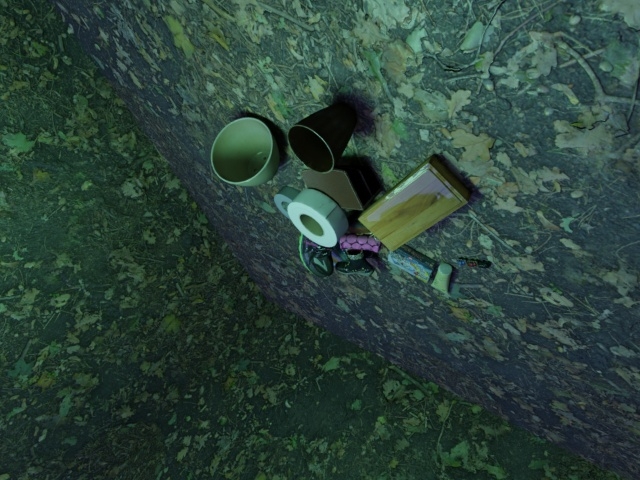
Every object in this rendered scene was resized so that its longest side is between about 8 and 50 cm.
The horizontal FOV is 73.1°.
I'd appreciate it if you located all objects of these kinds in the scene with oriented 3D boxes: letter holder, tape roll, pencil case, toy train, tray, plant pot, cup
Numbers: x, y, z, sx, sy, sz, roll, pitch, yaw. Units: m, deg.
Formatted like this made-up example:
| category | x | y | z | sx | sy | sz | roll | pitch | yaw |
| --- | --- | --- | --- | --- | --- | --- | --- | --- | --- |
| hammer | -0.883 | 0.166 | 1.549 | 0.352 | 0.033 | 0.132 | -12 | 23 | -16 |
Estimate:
| category | x | y | z | sx | sy | sz | roll | pitch | yaw |
| --- | --- | --- | --- | --- | --- | --- | --- | --- | --- |
| letter holder | 0.082 | -0.268 | 1.893 | 0.302 | 0.152 | 0.214 | 10 | 140 | 49 |
| tape roll | -0.012 | -0.102 | 1.995 | 0.286 | 0.100 | 0.286 | 33 | 155 | 18 |
| pencil case | 0.205 | 0.014 | 2.175 | 0.210 | 0.095 | 0.098 | 6 | 114 | 15 |
| tape roll | -0.157 | -0.201 | 2.444 | 0.219 | 0.072 | 0.219 | 33 | 155 | 18 |
| toy train | 0.643 | 0.097 | 1.828 | 0.158 | 0.036 | 0.027 | 8 | 140 | 50 |
| tray | 0.350 | -0.128 | 1.672 | 0.203 | 0.076 | 0.411 | 43 | 135 | -7 |
| plant pot | 0.030 | -0.408 | 1.629 | 0.215 | 0.230 | 0.215 | 32 | 154 | 18 |
| cup | -0.333 | -0.401 | 2.129 | 0.331 | 0.331 | 0.237 | 30 | 180 | 23 |

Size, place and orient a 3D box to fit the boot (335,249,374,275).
| category | x | y | z | sx | sy | sz | roll | pitch | yaw |
| --- | --- | --- | --- | --- | --- | --- | --- | --- | --- |
| boot | 0.160 | 0.104 | 2.317 | 0.237 | 0.085 | 0.178 | 6 | 142 | 36 |

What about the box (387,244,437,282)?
| category | x | y | z | sx | sy | sz | roll | pitch | yaw |
| --- | --- | --- | --- | --- | --- | --- | --- | --- | --- |
| box | 0.444 | 0.102 | 2.115 | 0.233 | 0.044 | 0.159 | 31 | 154 | 20 |

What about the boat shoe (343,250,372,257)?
| category | x | y | z | sx | sy | sz | roll | pitch | yaw |
| --- | --- | --- | --- | --- | --- | --- | --- | --- | --- |
| boat shoe | 0.215 | 0.065 | 2.377 | 0.183 | 0.066 | 0.066 | 14 | 165 | 36 |

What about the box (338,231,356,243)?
| category | x | y | z | sx | sy | sz | roll | pitch | yaw |
| --- | --- | --- | --- | --- | --- | --- | --- | --- | --- |
| box | 0.143 | -0.021 | 2.310 | 0.137 | 0.072 | 0.126 | 45 | 155 | -11 |

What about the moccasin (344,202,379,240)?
| category | x | y | z | sx | sy | sz | roll | pitch | yaw |
| --- | --- | --- | --- | --- | --- | --- | --- | --- | --- |
| moccasin | 0.230 | -0.082 | 2.008 | 0.147 | 0.139 | 0.380 | 25 | 161 | -20 |

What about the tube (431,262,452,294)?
| category | x | y | z | sx | sy | sz | roll | pitch | yaw |
| --- | --- | --- | --- | --- | --- | --- | --- | --- | --- |
| tube | 0.580 | 0.189 | 2.055 | 0.240 | 0.062 | 0.070 | 77 | 178 | -60 |

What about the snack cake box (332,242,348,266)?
| category | x | y | z | sx | sy | sz | roll | pitch | yaw |
| --- | --- | --- | --- | --- | --- | --- | --- | --- | --- |
| snack cake box | 0.062 | 0.026 | 2.488 | 0.264 | 0.089 | 0.152 | 48 | 156 | -16 |

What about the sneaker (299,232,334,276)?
| category | x | y | z | sx | sy | sz | roll | pitch | yaw |
| --- | --- | --- | --- | --- | --- | --- | --- | --- | --- |
| sneaker | 0.000 | 0.000 | 2.259 | 0.202 | 0.185 | 0.482 | 30 | 136 | 49 |
